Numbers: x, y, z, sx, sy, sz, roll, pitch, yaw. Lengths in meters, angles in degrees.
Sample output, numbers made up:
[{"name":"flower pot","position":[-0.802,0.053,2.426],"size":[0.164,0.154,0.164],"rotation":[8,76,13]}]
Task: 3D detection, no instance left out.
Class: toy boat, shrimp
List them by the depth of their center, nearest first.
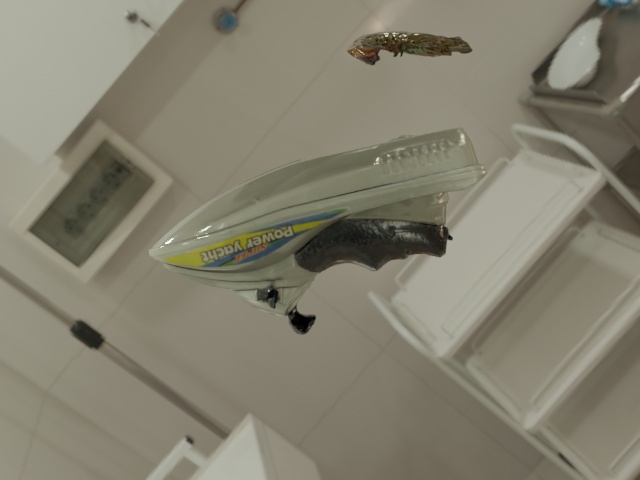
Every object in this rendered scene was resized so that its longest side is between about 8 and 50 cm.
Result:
[{"name":"toy boat","position":[0.003,-0.008,0.668],"size":[0.269,0.141,0.141],"rotation":[-28,18,-2]},{"name":"shrimp","position":[0.089,-0.196,0.826],"size":[0.127,0.025,0.091],"rotation":[8,27,24]}]
